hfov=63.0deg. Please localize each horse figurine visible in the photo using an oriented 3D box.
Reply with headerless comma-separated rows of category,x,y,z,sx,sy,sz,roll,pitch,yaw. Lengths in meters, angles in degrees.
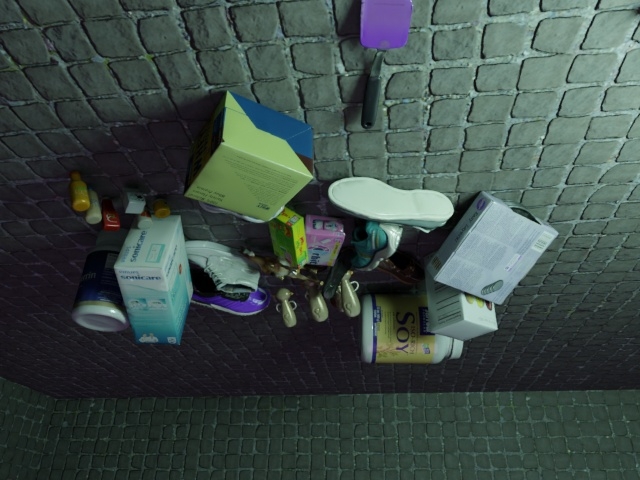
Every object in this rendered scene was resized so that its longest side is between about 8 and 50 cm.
horse figurine,-0.099,0.080,1.546,0.175,0.066,0.263,19,-174,41

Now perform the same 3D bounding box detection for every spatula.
spatula,0.102,-0.306,0.935,0.084,0.030,0.296,0,150,-2

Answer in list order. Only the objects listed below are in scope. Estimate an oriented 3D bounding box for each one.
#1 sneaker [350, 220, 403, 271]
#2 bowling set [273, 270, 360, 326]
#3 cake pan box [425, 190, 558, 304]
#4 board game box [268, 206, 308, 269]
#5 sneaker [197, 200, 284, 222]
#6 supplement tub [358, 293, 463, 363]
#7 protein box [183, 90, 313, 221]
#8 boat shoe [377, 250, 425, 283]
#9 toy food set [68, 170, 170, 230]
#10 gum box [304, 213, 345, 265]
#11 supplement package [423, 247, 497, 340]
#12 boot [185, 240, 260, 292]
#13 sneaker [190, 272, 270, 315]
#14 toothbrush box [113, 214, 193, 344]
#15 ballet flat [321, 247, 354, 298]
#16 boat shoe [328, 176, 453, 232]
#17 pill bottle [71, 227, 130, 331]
sneaker,0.133,0.002,1.418,0.110,0.107,0.275,28,156,-4
bowling set,0.006,0.169,1.705,0.287,0.154,0.200,-12,-175,17
cake pan box,0.445,0.023,1.352,0.246,0.070,0.266,18,116,-26
board game box,-0.086,-0.010,1.379,0.092,0.043,0.181,31,150,25
sneaker,-0.191,-0.097,1.264,0.211,0.080,0.081,5,153,-10
supplement tub,0.300,0.303,1.795,0.332,0.241,0.241,0,150,1
protein box,-0.149,-0.165,1.086,0.200,0.135,0.201,17,146,-28
boat shoe,0.244,0.076,1.563,0.207,0.073,0.073,20,147,-30
toy food set,-0.501,-0.097,1.292,0.232,0.104,0.111,0,142,-36
gum box,0.000,0.000,1.446,0.107,0.062,0.188,6,151,-7
supplement package,0.402,0.149,1.514,0.139,0.244,0.134,18,146,-28
boot,-0.302,0.084,1.541,0.258,0.123,0.095,10,149,-16
sneaker,-0.300,0.166,1.711,0.294,0.102,0.146,9,149,-14
toothbrush box,-0.439,0.106,1.412,0.126,0.216,0.295,1,129,-1
ballet flat,0.046,0.095,1.558,0.058,0.049,0.173,24,102,-19
boat shoe,0.161,-0.073,1.264,0.320,0.116,0.099,5,147,-18
pill bottle,-0.579,0.105,1.448,0.153,0.264,0.153,1,149,0
